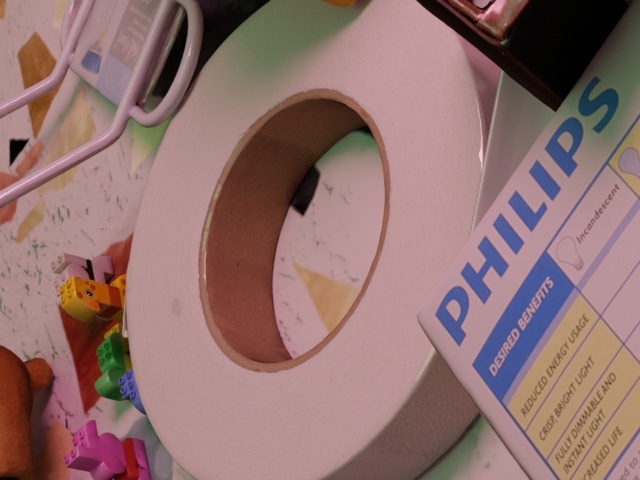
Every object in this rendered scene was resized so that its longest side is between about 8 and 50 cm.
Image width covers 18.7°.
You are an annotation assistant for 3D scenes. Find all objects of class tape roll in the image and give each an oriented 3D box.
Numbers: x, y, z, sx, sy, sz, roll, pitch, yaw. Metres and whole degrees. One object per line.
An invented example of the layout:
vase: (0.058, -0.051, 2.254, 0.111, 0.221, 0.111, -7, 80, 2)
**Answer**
tape roll: (0.000, 0.000, 1.390, 0.392, 0.072, 0.392, -22, 61, 45)

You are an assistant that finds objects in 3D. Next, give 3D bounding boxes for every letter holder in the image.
letter holder: (0.114, -0.179, 1.072, 0.214, 0.302, 0.152, 39, 96, 26)

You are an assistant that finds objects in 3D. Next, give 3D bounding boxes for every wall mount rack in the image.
wall mount rack: (-0.228, -0.150, 1.628, 0.304, 0.130, 0.350, -66, 26, 7)

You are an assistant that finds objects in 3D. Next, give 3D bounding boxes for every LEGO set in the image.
LEGO set: (-0.175, 0.082, 1.552, 0.087, 0.093, 0.227, -41, 48, 33)

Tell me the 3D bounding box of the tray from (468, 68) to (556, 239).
tray: (0.181, -0.083, 1.207, 0.145, 0.030, 0.270, 8, 82, 27)

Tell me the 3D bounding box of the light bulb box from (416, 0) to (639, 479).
light bulb box: (0.288, 0.032, 0.906, 0.358, 0.225, 0.361, -57, 40, 20)

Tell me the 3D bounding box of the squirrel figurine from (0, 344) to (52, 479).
squirrel figurine: (-0.408, 0.197, 1.660, 0.370, 0.281, 0.397, -53, 44, 13)

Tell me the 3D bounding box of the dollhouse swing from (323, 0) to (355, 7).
dollhouse swing: (-0.012, -0.400, 1.368, 0.305, 0.315, 0.347, -55, 31, 33)
